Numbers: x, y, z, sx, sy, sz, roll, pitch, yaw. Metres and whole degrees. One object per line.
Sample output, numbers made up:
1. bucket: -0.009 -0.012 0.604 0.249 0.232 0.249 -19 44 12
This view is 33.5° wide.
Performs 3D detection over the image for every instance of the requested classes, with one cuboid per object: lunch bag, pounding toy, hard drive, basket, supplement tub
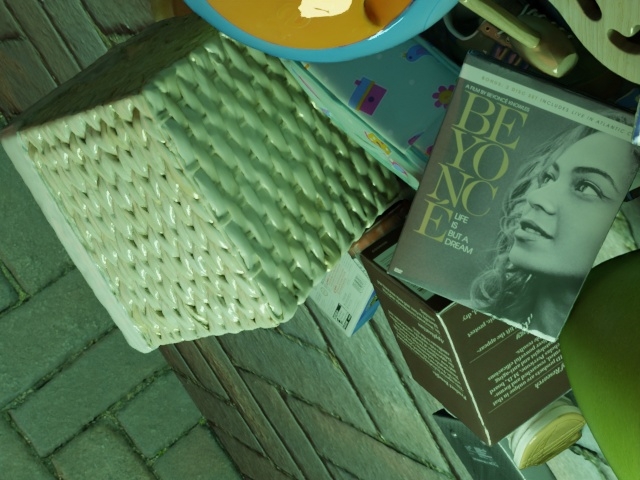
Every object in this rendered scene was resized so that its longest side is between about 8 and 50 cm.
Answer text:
1. lunch bag: 0.089 -0.124 1.066 0.279 0.108 0.224 45 -179 23
2. pounding toy: 0.203 -0.181 0.744 0.154 0.155 0.269 44 162 22
3. hard drive: 0.285 0.353 1.590 0.255 0.054 0.172 56 159 -12
4. basket: -0.131 -0.094 1.276 0.266 0.328 0.331 -12 115 42
5. supplement tub: 0.128 0.052 1.349 0.198 0.106 0.106 51 159 -1

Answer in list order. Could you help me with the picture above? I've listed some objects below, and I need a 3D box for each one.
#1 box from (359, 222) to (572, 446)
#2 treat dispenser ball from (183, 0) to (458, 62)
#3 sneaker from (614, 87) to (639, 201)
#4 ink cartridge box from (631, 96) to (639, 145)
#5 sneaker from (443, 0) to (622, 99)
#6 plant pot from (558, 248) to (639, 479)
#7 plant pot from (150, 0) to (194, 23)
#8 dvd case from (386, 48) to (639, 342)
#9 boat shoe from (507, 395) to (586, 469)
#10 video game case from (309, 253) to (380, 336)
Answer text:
1. box: 0.177 0.075 1.168 0.168 0.167 0.203 38 158 54
2. treat dispenser ball: 0.001 -0.281 0.807 0.288 0.288 0.288 42 157 22
3. sneaker: 0.248 -0.070 0.958 0.081 0.080 0.211 58 150 1
4. ink cartridge box: 0.326 -0.113 0.675 0.224 0.045 0.223 22 149 20
5. sneaker: 0.174 -0.175 0.935 0.192 0.064 0.086 27 154 53
6. plant pot: 0.319 0.106 0.877 0.275 0.274 0.293 57 175 -16
7. plant pot: -0.155 -0.273 1.499 0.236 0.032 0.236 42 158 22
8. dvd case: 0.166 -0.033 0.909 0.164 0.018 0.221 23 119 8
9. boat shoe: 0.257 0.215 1.292 0.096 0.098 0.277 57 -178 19
10. video game case: 0.000 0.000 1.587 0.244 0.061 0.269 46 158 12
